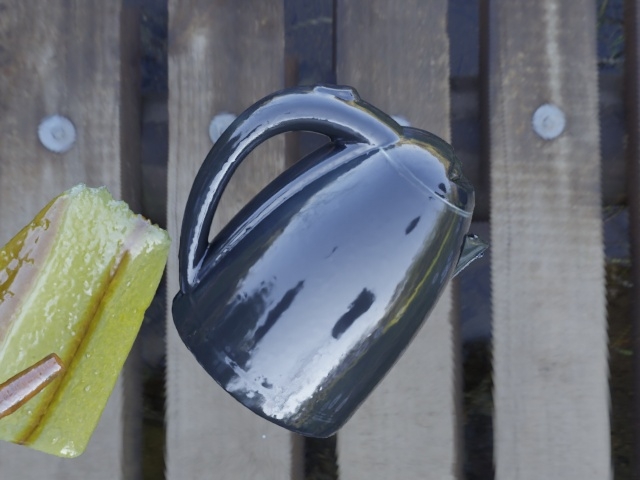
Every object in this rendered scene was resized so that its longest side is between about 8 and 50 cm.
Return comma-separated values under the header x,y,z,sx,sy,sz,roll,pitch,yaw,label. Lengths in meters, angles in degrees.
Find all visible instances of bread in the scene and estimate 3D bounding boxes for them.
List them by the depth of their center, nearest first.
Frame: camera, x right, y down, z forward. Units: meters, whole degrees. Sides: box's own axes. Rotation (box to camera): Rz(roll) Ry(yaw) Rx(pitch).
x,y,z,sx,sy,sz,roll,pitch,yaw,label
-0.383,0.084,1.619,0.245,0.233,0.361,25,86,42,bread

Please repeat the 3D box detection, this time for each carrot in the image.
x,y,z,sx,sy,sz,roll,pitch,yaw,label
-0.278,0.137,1.093,0.093,0.032,0.032,-33,84,2,carrot

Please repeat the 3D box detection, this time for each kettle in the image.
x,y,z,sx,sy,sz,roll,pitch,yaw,label
0.000,0.000,1.117,0.268,0.207,0.290,35,108,-14,kettle
